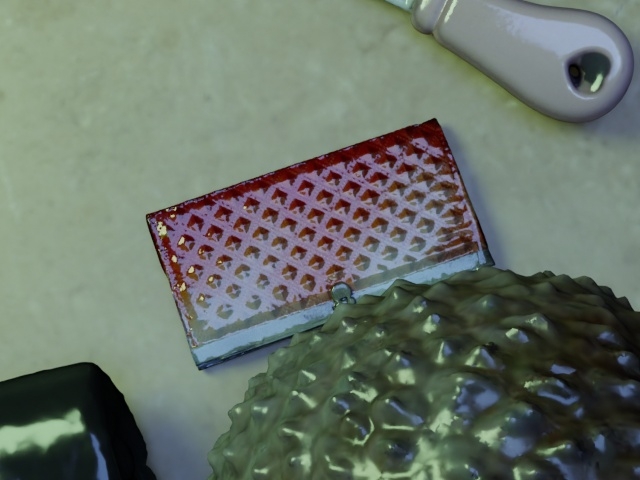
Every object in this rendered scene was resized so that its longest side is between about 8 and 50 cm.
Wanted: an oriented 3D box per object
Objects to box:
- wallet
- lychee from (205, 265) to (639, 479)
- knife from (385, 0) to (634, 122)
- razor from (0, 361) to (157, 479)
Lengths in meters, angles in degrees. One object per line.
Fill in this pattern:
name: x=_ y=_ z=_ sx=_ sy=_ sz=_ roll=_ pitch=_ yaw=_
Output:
wallet: x=0.000 y=0.000 z=0.688 sx=0.196 sy=0.020 sz=0.103 roll=-19 pitch=83 yaw=-5
lychee: x=0.082 y=0.160 z=0.540 sx=0.300 sy=0.300 sz=0.300 roll=0 pitch=82 yaw=-2
knife: x=0.046 y=-0.178 z=0.697 sx=0.336 sy=0.043 sz=0.081 roll=29 pitch=104 yaw=3
razor: x=-0.247 y=0.193 z=0.607 sx=0.327 sy=0.107 sz=0.189 roll=-19 pitch=82 yaw=-6
